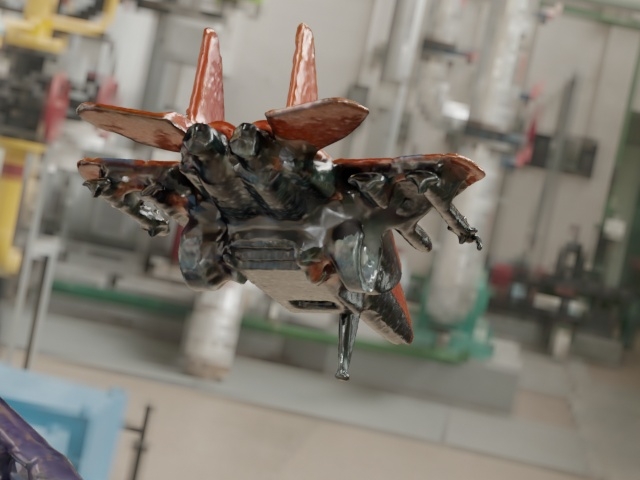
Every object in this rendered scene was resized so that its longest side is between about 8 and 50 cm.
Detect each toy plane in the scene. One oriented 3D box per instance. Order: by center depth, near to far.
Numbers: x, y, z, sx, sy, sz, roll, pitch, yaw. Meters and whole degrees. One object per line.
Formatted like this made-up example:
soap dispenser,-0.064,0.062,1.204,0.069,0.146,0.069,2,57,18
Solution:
toy plane,-0.001,0.003,0.601,0.130,0.061,0.189,-1,-32,20

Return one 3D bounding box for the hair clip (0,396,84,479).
hair clip,-0.152,0.027,0.634,0.090,0.137,0.278,-18,34,-18
